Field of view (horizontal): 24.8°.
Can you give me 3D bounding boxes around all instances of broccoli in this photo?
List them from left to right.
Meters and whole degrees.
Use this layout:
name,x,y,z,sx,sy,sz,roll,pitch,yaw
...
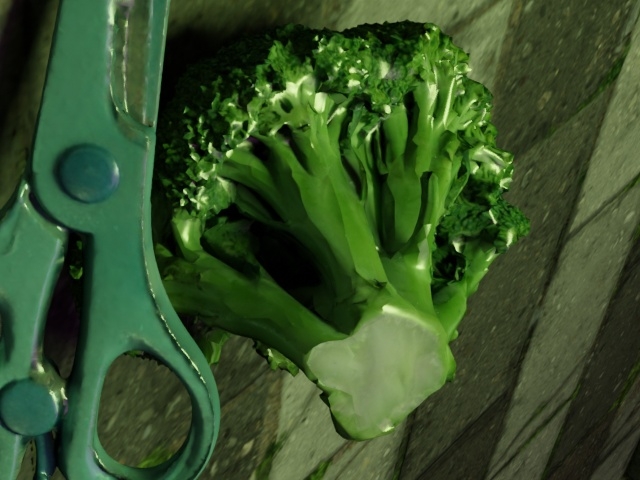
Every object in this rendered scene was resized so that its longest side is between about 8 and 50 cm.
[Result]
name,x,y,z,sx,sy,sz,roll,pitch,yaw
broccoli,0.000,0.000,0.824,0.261,0.241,0.269,-35,127,2

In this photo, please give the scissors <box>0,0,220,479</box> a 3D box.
name,x,y,z,sx,sy,sz,roll,pitch,yaw
scissors,-0.117,-0.030,0.688,0.032,0.180,0.393,-98,-161,-70
